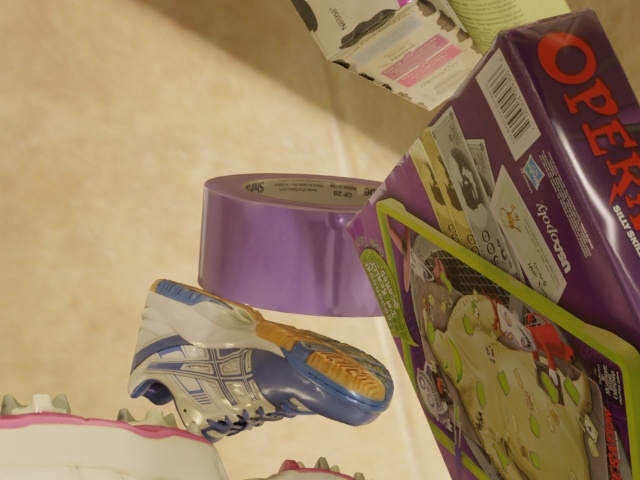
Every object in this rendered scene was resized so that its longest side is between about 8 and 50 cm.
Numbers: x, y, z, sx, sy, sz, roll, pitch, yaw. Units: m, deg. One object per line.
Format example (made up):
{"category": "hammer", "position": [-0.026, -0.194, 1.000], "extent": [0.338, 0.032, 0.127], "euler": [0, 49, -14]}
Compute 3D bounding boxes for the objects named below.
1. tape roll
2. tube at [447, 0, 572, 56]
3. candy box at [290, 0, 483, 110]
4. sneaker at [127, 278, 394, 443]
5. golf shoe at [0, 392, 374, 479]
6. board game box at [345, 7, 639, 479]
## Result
{"category": "tape roll", "position": [0.000, 0.000, 1.148], "extent": [0.189, 0.189, 0.080], "euler": [6, 100, 10]}
{"category": "tube", "position": [0.094, -0.168, 0.861], "extent": [0.070, 0.240, 0.062], "euler": [-26, 43, 18]}
{"category": "candy box", "position": [0.031, -0.183, 0.988], "extent": [0.071, 0.233, 0.159], "euler": [-34, 77, 16]}
{"category": "sneaker", "position": [-0.058, 0.133, 1.332], "extent": [0.296, 0.112, 0.131], "euler": [17, 88, 44]}
{"category": "golf shoe", "position": [-0.067, 0.140, 0.534], "extent": [0.115, 0.306, 0.140], "euler": [-22, 61, 35]}
{"category": "board game box", "position": [0.119, 0.109, 0.578], "extent": [0.056, 0.208, 0.347], "euler": [-16, 76, -25]}
